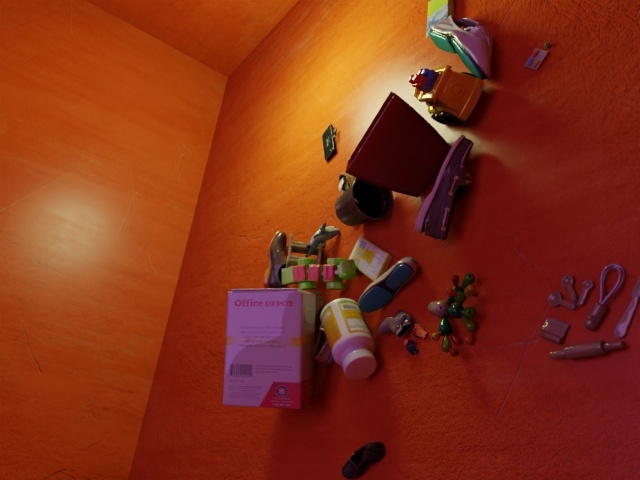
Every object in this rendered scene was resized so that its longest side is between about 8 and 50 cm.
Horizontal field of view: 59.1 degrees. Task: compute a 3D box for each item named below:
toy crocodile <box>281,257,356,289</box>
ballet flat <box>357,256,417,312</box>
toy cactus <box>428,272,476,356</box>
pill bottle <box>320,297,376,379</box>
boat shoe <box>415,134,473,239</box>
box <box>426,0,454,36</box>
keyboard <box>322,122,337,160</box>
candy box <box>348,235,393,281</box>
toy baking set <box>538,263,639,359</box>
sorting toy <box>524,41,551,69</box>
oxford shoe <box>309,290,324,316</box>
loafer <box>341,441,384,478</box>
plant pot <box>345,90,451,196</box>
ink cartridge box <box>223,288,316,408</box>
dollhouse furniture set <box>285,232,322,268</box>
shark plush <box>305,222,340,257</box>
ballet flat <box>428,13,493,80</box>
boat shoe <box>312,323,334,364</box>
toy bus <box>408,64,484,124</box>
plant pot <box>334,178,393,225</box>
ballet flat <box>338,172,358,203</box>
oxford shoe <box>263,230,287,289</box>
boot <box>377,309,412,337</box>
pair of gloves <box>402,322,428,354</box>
[{"bbox_3d":[-0.012,0.118,2.029,0.340,0.105,0.115,-4,80,37],"label":"toy crocodile"},{"bbox_3d":[0.211,0.135,1.762,0.248,0.086,0.086,-44,36,32],"label":"ballet flat"},{"bbox_3d":[0.338,0.188,1.494,0.180,0.112,0.219,177,104,-69],"label":"toy cactus"},{"bbox_3d":[0.091,0.308,1.763,0.136,0.136,0.246,-54,32,23],"label":"pill bottle"},{"bbox_3d":[0.382,-0.154,1.645,0.096,0.117,0.325,23,77,20],"label":"boat shoe"},{"bbox_3d":[0.440,-0.828,2.067,0.109,0.042,0.178,-27,49,50],"label":"box"},{"bbox_3d":[0.046,-0.438,2.472,0.108,0.023,0.180,-50,34,39],"label":"keyboard"},{"bbox_3d":[0.166,0.062,1.921,0.105,0.027,0.206,-67,29,8],"label":"candy box"},{"bbox_3d":[0.570,0.150,1.190,0.256,0.030,0.197,-22,52,52],"label":"toy baking set"},{"bbox_3d":[0.617,-0.527,1.598,0.083,0.012,0.062,-60,30,14],"label":"sorting toy"},{"bbox_3d":[-0.078,0.372,2.051,0.146,0.140,0.397,32,93,28],"label":"oxford shoe"},{"bbox_3d":[0.106,0.620,1.600,0.170,0.061,0.062,-52,34,27],"label":"loafer"},{"bbox_3d":[0.249,-0.282,1.759,0.267,0.235,0.267,-57,5,16],"label":"plant pot"},{"bbox_3d":[-0.168,0.363,1.926,0.279,0.160,0.385,-2,80,18],"label":"ink cartridge box"},{"bbox_3d":[-0.069,0.074,2.243,0.184,0.129,0.129,104,173,-61],"label":"dollhouse furniture set"},{"bbox_3d":[0.000,0.000,2.145,0.161,0.067,0.073,-45,-11,-24],"label":"shark plush"},{"bbox_3d":[0.474,-0.646,1.820,0.139,0.139,0.400,-54,31,22],"label":"ballet flat"},{"bbox_3d":[0.035,0.307,1.919,0.083,0.075,0.227,-6,65,57],"label":"boat shoe"},{"bbox_3d":[0.364,-0.467,1.759,0.150,0.211,0.220,-66,16,5],"label":"toy bus"},{"bbox_3d":[0.142,-0.130,1.976,0.165,0.166,0.167,-30,46,59],"label":"plant pot"},{"bbox_3d":[0.101,-0.161,2.136,0.080,0.073,0.232,-43,38,37],"label":"ballet flat"},{"bbox_3d":[-0.167,0.086,2.415,0.098,0.096,0.272,-7,67,35],"label":"oxford shoe"},{"bbox_3d":[0.222,0.258,1.671,0.118,0.042,0.087,-50,24,15],"label":"boot"},{"bbox_3d":[0.269,0.281,1.617,0.083,0.010,0.074,-64,30,8],"label":"pair of gloves"}]
